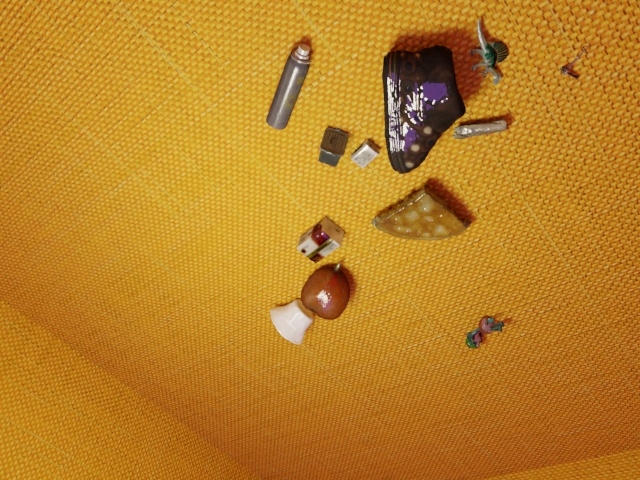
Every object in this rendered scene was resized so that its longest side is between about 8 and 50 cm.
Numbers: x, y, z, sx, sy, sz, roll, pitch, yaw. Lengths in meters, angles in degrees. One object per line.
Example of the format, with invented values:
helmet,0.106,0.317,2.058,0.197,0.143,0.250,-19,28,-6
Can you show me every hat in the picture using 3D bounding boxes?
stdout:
hat,-0.110,0.336,2.356,0.203,0.203,0.126,40,108,-21

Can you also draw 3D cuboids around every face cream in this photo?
face cream,-0.098,-0.481,1.698,0.073,0.073,0.284,22,131,-7

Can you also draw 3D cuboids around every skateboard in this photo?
skateboard,0.735,-0.502,1.538,0.063,0.032,0.083,19,134,-18

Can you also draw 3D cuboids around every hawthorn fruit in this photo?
hawthorn fruit,0.035,0.195,2.190,0.199,0.199,0.251,21,117,-6

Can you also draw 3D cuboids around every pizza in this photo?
pizza,0.361,-0.065,1.954,0.258,0.087,0.268,38,128,-25

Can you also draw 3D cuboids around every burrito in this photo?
burrito,0.502,-0.351,1.703,0.171,0.042,0.051,-2,159,20

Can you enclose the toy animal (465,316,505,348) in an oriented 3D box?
toy animal,0.673,0.383,2.263,0.103,0.100,0.208,-10,155,-31

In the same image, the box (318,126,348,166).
box,0.040,-0.307,1.794,0.084,0.122,0.069,18,143,-2

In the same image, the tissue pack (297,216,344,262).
tissue pack,-0.001,0.000,2.074,0.106,0.099,0.148,38,128,-19

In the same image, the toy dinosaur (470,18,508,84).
toy dinosaur,0.489,-0.538,1.554,0.106,0.044,0.187,-2,118,-4

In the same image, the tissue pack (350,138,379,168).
tissue pack,0.151,-0.292,1.829,0.062,0.042,0.083,37,128,-17

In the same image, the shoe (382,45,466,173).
shoe,0.316,-0.384,1.630,0.237,0.171,0.384,1,123,16
